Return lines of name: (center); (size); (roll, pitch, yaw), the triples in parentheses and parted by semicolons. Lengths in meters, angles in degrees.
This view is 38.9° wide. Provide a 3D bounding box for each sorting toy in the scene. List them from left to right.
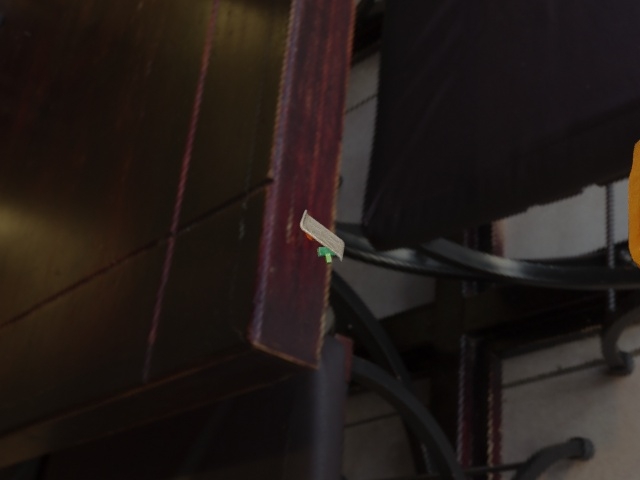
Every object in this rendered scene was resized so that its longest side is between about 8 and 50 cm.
sorting toy: (0.000, 0.000, 0.978); (0.012, 0.062, 0.083); (-47, 8, 15)

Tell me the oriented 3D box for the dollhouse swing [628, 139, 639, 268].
dollhouse swing: (0.276, 0.108, 0.474); (0.305, 0.347, 0.315); (47, 144, 24)
